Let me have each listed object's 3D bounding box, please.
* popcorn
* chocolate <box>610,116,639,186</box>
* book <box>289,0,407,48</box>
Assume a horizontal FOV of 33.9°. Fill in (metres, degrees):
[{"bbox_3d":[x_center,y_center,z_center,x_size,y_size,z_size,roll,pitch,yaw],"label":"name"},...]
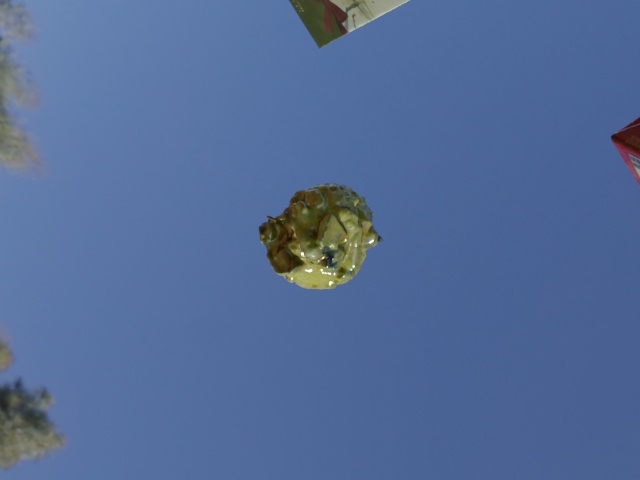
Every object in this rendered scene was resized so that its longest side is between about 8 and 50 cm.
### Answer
[{"bbox_3d":[0.000,-0.003,1.966,0.169,0.189,0.218,41,-61,40],"label":"popcorn"},{"bbox_3d":[0.559,-0.126,1.408,0.234,0.108,0.237,-33,-144,-12],"label":"chocolate"},{"bbox_3d":[0.029,-0.417,1.588,0.026,0.201,0.289,-38,-168,-32],"label":"book"}]
